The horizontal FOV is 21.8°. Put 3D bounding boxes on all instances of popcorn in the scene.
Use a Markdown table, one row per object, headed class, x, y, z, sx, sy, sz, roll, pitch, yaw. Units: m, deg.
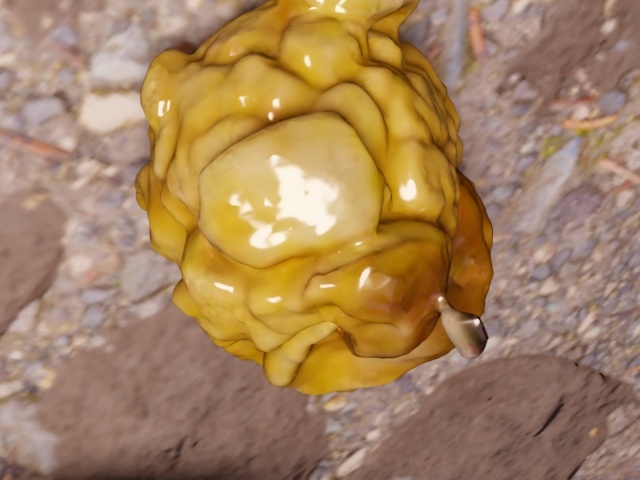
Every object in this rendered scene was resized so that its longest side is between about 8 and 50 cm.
| class | x | y | z | sx | sy | sz | roll | pitch | yaw |
| --- | --- | --- | --- | --- | --- | --- | --- | --- | --- |
| popcorn | -0.006 | -0.018 | 0.657 | 0.140 | 0.163 | 0.194 | -20 | 176 | 10 |
